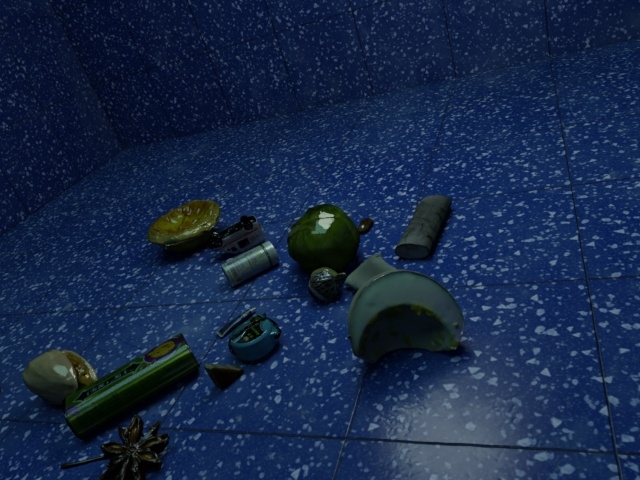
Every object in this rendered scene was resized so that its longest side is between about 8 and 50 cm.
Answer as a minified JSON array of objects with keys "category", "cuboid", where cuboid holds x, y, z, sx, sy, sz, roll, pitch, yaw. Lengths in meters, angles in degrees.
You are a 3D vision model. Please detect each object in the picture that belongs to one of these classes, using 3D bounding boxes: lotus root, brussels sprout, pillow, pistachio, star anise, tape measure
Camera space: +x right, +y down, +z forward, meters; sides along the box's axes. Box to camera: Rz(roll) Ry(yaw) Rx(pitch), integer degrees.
[{"category":"lotus root","cuboid":[0.157,-0.054,1.875,0.037,0.030,0.083,1,35,32]},{"category":"brussels sprout","cuboid":[0.000,0.000,1.700,0.271,0.210,0.220,-11,46,49]},{"category":"pillow","cuboid":[0.164,0.129,1.494,0.144,0.078,0.254,-34,29,-6]},{"category":"pistachio","cuboid":[-0.731,0.390,1.525,0.229,0.158,0.157,6,36,29]},{"category":"star anise","cuboid":[-0.454,0.480,1.243,0.233,0.073,0.177,13,47,20]},{"category":"tape measure","cuboid":[-0.179,0.263,1.463,0.146,0.081,0.125,-30,26,-19]}]

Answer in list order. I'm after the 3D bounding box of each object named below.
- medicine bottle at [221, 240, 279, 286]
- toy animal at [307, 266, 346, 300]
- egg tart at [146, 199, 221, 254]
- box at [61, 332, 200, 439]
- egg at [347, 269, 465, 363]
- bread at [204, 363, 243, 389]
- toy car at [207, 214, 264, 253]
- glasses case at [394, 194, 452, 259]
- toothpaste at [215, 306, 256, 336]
[{"category":"medicine bottle","cuboid":[-0.237,0.079,1.827,0.183,0.086,0.086,-27,29,-15]},{"category":"toy animal","cuboid":[0.019,0.128,1.562,0.098,0.098,0.137,-36,13,-28]},{"category":"egg tart","cuboid":[-0.541,-0.048,2.198,0.341,0.132,0.341,-16,27,9]},{"category":"box","cuboid":[-0.498,0.382,1.437,0.345,0.097,0.134,-29,21,-18]},{"category":"egg","cuboid":[0.182,0.175,1.293,0.270,0.207,0.162,-12,-5,-5]},{"category":"bread","cuboid":[-0.252,0.350,1.389,0.108,0.062,0.043,14,3,-44]},{"category":"toy car","cuboid":[-0.314,-0.006,2.014,0.209,0.108,0.089,-28,31,-8]},{"category":"glasses case","cuboid":[0.331,-0.048,1.721,0.114,0.060,0.299,1,34,29]},{"category":"toothpaste","cuboid":[-0.248,0.241,1.612,0.139,0.021,0.037,-35,32,-24]}]
